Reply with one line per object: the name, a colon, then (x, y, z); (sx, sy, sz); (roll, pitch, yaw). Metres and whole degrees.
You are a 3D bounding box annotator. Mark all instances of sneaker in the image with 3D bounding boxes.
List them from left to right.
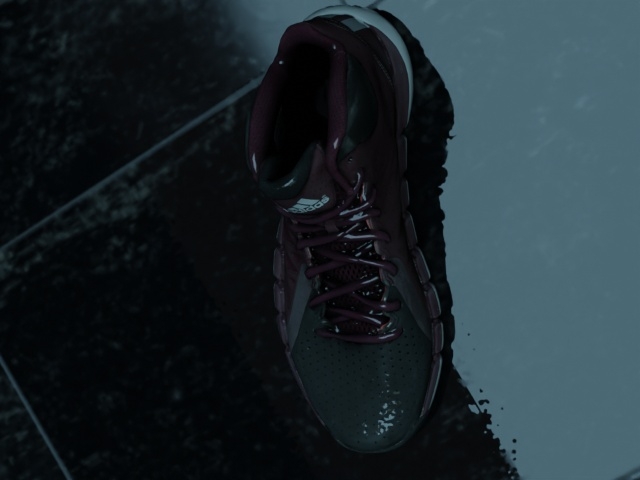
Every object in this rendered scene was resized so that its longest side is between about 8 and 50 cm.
sneaker: (0.000, 0.000, 1.023); (0.106, 0.162, 0.281); (-6, 94, 16)
